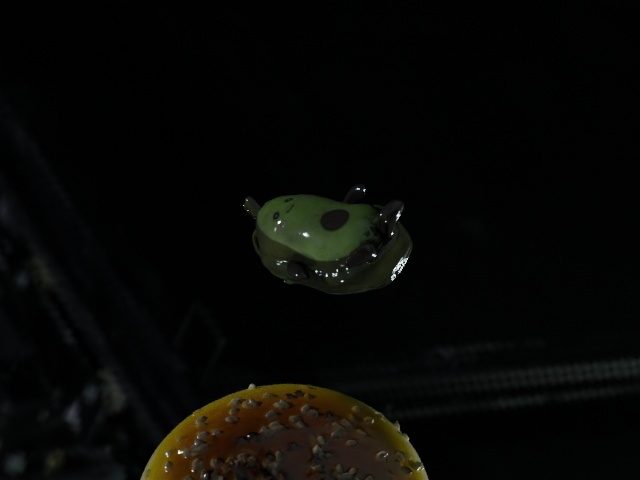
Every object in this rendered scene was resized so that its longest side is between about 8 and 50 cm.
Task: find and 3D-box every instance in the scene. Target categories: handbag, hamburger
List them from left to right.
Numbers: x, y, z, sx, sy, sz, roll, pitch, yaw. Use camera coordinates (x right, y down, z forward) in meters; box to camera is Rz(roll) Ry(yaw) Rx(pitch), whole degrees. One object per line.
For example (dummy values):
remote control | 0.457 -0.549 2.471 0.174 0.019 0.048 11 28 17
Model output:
hamburger | -0.018 0.122 0.799 0.126 0.081 0.141 34 -120 25
handbag | 0.000 0.000 1.096 0.111 0.047 0.072 12 -124 41
